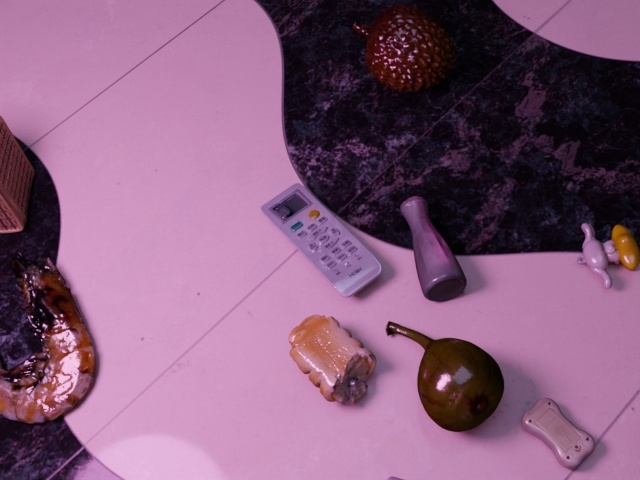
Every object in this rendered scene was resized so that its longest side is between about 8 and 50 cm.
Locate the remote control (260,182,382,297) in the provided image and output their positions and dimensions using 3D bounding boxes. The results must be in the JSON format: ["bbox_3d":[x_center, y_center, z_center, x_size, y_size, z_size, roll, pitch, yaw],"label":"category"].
[{"bbox_3d":[0.000,-0.001,1.644,0.103,0.051,0.293,-35,58,-14],"label":"remote control"}]

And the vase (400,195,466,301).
[{"bbox_3d":[0.212,0.011,1.598,0.086,0.086,0.214,-15,54,-2],"label":"vase"}]

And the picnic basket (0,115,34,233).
[{"bbox_3d":[-0.793,-0.120,1.708,0.313,0.228,0.175,-5,56,3],"label":"picnic basket"}]

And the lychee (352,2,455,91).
[{"bbox_3d":[0.180,-0.424,1.797,0.238,0.200,0.200,21,63,1],"label":"lychee"}]

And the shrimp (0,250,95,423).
[{"bbox_3d":[-0.577,0.190,1.592,0.233,0.071,0.364,-31,66,-6],"label":"shrimp"}]

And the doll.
[{"bbox_3d":[0.549,0.029,1.555,0.113,0.071,0.135,6,64,19],"label":"doll"}]

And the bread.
[{"bbox_3d":[0.021,0.214,1.490,0.119,0.084,0.177,-36,61,-16],"label":"bread"}]

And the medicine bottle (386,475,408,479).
[{"bbox_3d":[0.223,0.461,1.315,0.260,0.095,0.095,14,62,13],"label":"medicine bottle"}]

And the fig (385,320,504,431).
[{"bbox_3d":[0.219,0.226,1.464,0.151,0.151,0.259,-27,33,-10],"label":"fig"}]

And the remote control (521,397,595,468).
[{"bbox_3d":[0.409,0.332,1.405,0.074,0.032,0.122,-36,62,-15],"label":"remote control"}]
